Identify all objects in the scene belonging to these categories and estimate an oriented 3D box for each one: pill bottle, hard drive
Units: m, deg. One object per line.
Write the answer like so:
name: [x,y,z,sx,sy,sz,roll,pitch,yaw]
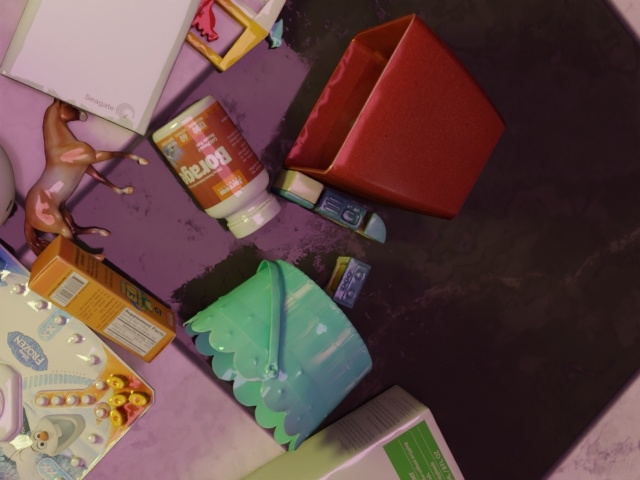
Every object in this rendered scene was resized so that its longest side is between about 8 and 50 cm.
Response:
pill bottle: [-0.160,-0.115,1.358,0.121,0.121,0.216,-38,103,-9]
hard drive: [-0.312,-0.369,1.298,0.233,0.047,0.352,23,91,-16]

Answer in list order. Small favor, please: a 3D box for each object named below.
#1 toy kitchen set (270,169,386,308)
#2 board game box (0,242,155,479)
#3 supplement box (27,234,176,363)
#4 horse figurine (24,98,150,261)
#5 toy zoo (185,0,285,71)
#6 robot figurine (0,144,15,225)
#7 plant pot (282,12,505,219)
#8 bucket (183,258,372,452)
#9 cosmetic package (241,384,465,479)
toy kitchen set: [0.000,0.000,1.414,0.207,0.122,0.166,26,89,-16]
board game box: [-0.520,0.247,1.273,0.390,0.050,0.390,43,84,2]
supplement box: [-0.337,0.094,1.324,0.080,0.078,0.233,-43,119,11]
horse figurine: [-0.392,-0.075,1.330,0.175,0.066,0.263,26,86,-24]
toy zoo: [-0.177,-0.412,1.370,0.293,0.030,0.192,39,85,-15]
robot figurine: [-0.589,-0.075,1.223,0.278,0.173,0.209,-8,112,-14]
plant pot: [0.129,-0.171,1.361,0.236,0.267,0.267,30,88,-19]
bucket: [-0.065,0.175,1.343,0.183,0.281,0.281,-40,104,-17]
cosmetic package: [0.045,0.436,1.457,0.366,0.155,0.196,-31,105,-11]
